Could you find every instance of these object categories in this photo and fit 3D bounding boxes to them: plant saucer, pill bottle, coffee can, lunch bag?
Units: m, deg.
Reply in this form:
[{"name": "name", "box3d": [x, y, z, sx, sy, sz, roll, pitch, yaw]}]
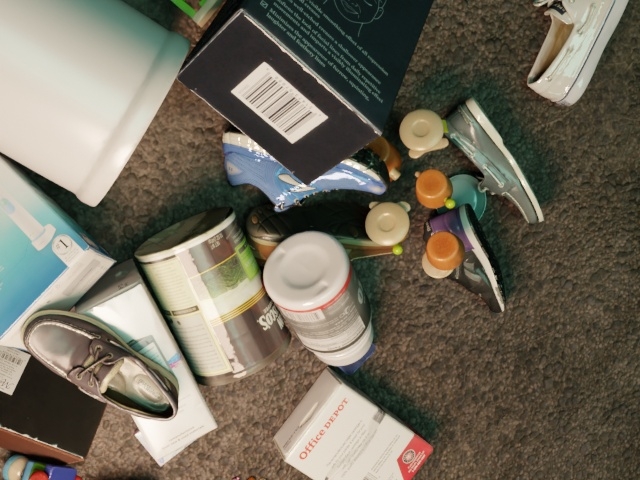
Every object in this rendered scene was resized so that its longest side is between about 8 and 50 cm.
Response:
[{"name": "plant saucer", "box3d": [0.300, -0.084, 1.732, 0.119, 0.021, 0.120, -3, 101, -17]}, {"name": "pill bottle", "box3d": [0.008, 0.121, 1.541, 0.161, 0.161, 0.283, -38, 145, -8]}, {"name": "coffee can", "box3d": [-0.199, 0.103, 1.507, 0.201, 0.201, 0.276, -27, 106, -12]}, {"name": "lunch bag", "box3d": [0.062, 0.222, 1.684, 0.098, 0.065, 0.067, -43, 132, -6]}]

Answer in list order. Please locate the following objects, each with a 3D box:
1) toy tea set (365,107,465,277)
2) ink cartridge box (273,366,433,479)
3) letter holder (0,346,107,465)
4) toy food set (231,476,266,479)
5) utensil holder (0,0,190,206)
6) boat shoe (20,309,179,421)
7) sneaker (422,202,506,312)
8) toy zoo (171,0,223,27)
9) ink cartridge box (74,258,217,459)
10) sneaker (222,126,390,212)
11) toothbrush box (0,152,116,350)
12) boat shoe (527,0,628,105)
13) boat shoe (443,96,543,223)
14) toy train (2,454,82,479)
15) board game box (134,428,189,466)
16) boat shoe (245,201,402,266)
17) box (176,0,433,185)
[{"name": "toy tea set", "box3d": [0.177, -0.083, 1.581, 0.199, 0.124, 0.336, -13, 76, 12]}, {"name": "ink cartridge box", "box3d": [0.067, 0.428, 1.697, 0.272, 0.114, 0.197, 38, 87, -21]}, {"name": "letter holder", "box3d": [-0.568, 0.287, 1.463, 0.301, 0.214, 0.152, 29, 58, -21]}, {"name": "toy food set", "box3d": [-0.159, 0.531, 1.692, 0.122, 0.019, 0.078, -8, 102, -16]}, {"name": "utensil holder", "box3d": [-0.458, -0.285, 1.295, 0.385, 0.327, 0.328, 29, 90, -18]}, {"name": "boat shoe", "box3d": [-0.345, 0.206, 1.294, 0.285, 0.092, 0.103, 37, 84, -23]}, {"name": "sneaker", "box3d": [0.309, 0.049, 1.735, 0.124, 0.107, 0.283, -19, 120, 20]}, {"name": "toy zoo", "box3d": [-0.259, -0.542, 1.409, 0.293, 0.030, 0.192, 40, 94, 6]}, {"name": "ink cartridge box", "box3d": [-0.325, 0.211, 1.473, 0.131, 0.226, 0.306, -29, 106, -12]}, {"name": "sneaker", "box3d": [-0.029, -0.127, 1.537, 0.329, 0.130, 0.147, 11, 112, 12]}, {"name": "toothbrush box", "box3d": [-0.534, 0.007, 1.351, 0.295, 0.126, 0.216, 40, 84, 14]}, {"name": "boat shoe", "box3d": [0.527, -0.481, 1.689, 0.156, 0.136, 0.367, 18, 103, -17]}, {"name": "boat shoe", "box3d": [0.367, -0.154, 1.710, 0.099, 0.116, 0.319, -32, 111, 15]}, {"name": "toy train", "box3d": [-0.541, 0.519, 1.453, 0.105, 0.143, 0.248, 33, 69, -54]}, {"name": "board game box", "box3d": [-0.312, 0.393, 1.618, 0.090, 0.020, 0.090, -36, 108, -10]}, {"name": "boat shoe", "box3d": [0.000, 0.000, 1.612, 0.323, 0.123, 0.120, 3, 130, -18]}, {"name": "box", "box3d": [-0.012, -0.353, 1.386, 0.293, 0.212, 0.396, 39, 50, -19]}]
